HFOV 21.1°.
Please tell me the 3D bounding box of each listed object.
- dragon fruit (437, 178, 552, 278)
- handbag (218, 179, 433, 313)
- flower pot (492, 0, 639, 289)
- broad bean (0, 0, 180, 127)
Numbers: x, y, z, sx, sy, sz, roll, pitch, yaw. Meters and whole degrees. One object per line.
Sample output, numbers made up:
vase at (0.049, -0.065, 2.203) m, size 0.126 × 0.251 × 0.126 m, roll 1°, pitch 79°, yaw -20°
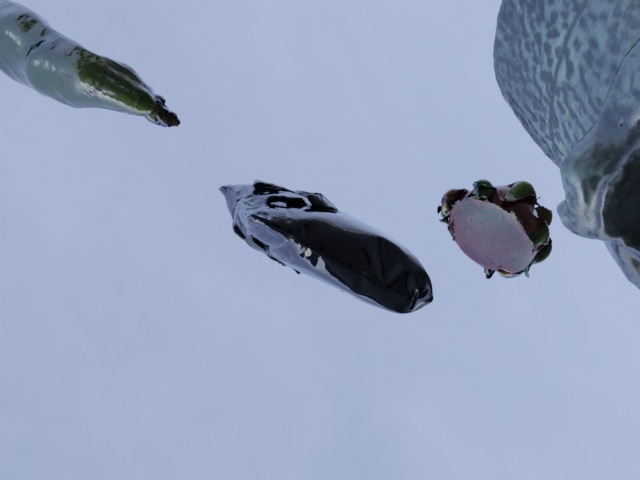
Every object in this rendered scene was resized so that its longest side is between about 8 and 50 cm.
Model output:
dragon fruit at (0.215, -0.020, 2.064) m, size 0.138 × 0.142 × 0.175 m, roll 37°, pitch -149°, yaw 14°
handbag at (0.000, 0.000, 1.800) m, size 0.211 × 0.254 × 0.088 m, roll 24°, pitch -86°, yaw -11°
flower pot at (0.273, -0.091, 1.198) m, size 0.299 × 0.299 × 0.283 m, roll 13°, pitch -154°, yaw -41°
broad bean at (-0.170, -0.114, 1.088) m, size 0.061 × 0.195 × 0.046 m, roll 31°, pitch -92°, yaw -53°
